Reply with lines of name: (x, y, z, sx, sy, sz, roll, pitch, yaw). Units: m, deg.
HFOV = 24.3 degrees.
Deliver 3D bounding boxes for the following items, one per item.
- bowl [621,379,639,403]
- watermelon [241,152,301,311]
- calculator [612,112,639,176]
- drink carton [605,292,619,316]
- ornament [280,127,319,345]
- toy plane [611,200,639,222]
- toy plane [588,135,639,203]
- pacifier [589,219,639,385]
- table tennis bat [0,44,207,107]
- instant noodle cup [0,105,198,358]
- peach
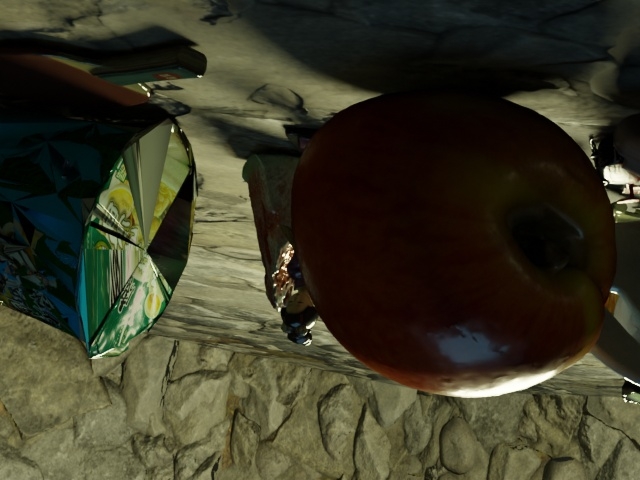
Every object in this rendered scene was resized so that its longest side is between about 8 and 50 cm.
bowl: (0.524, 0.108, 1.667, 0.354, 0.185, 0.354, 7, 170, 1)
watermelon: (-0.045, -0.027, 1.497, 0.121, 0.158, 0.098, 33, 173, 7)
calculator: (0.306, -0.048, 1.143, 0.175, 0.032, 0.100, 30, -152, 22)
drink carton: (0.359, 0.071, 1.832, 0.071, 0.096, 0.223, 1, 168, 29)
ornament: (-0.001, -0.005, 1.383, 0.088, 0.203, 0.081, 7, 162, 13)
toy plane: (0.221, -0.015, 1.471, 0.242, 0.104, 0.256, -7, 178, -8)
toy plane: (0.271, -0.064, 1.312, 0.060, 0.037, 0.145, -7, 162, 15)
pacifier: (0.358, 0.017, 1.265, 0.299, 0.244, 0.233, -21, 139, -27)
table tennis bat: (-0.198, -0.140, 1.250, 0.274, 0.021, 0.154, 0, 168, 43)
instant noodle cup: (-0.246, -0.021, 1.416, 0.178, 0.240, 0.240, 14, 172, 17)
peach: (0.102, 0.004, 1.197, 0.281, 0.238, 0.281, 26, 159, 11)
